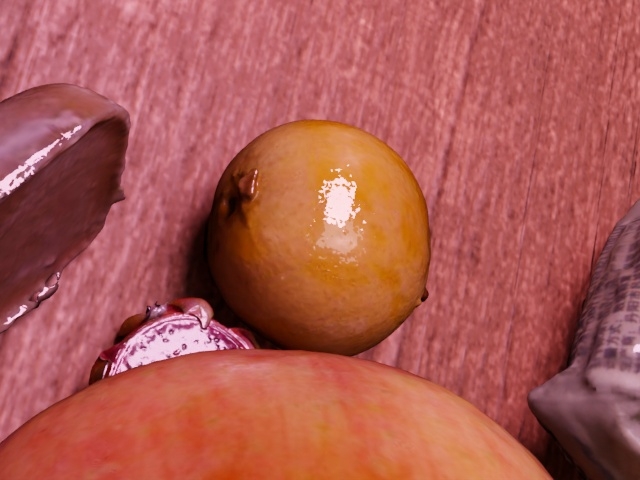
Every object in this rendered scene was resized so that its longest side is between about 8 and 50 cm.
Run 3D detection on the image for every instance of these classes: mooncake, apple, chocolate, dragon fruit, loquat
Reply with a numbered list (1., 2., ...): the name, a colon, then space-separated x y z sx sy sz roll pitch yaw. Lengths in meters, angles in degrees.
1. mooncake: 0.276 0.115 1.051 0.250 0.136 0.254 49 51 -17
2. apple: -0.022 0.258 0.668 0.391 0.346 0.391 -3 112 -9
3. chocolate: -0.212 0.006 0.764 0.083 0.161 0.261 37 52 9
4. dragon fruit: -0.086 0.100 0.861 0.112 0.068 0.126 -10 73 -28
5. loquat: 0.000 0.000 0.897 0.163 0.137 0.163 37 31 -27
